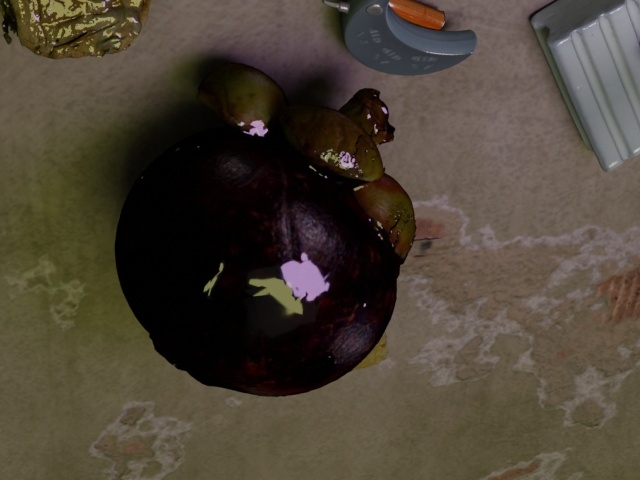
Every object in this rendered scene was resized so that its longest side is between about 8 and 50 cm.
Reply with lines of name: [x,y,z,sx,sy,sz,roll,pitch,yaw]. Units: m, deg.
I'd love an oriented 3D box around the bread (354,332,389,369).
bread: [0.000,0.146,1.961,0.196,0.102,0.138,-14,143,-9]

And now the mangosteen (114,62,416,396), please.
mangosteen: [-0.075,-0.006,1.640,0.381,0.381,0.421,6,114,-23]

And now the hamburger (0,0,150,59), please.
hamburger: [-0.297,-0.317,1.479,0.183,0.130,0.206,-12,113,-11]

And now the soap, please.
soap: [0.419,-0.241,1.793,0.160,0.087,0.265,-30,131,6]

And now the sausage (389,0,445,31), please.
sausage: [0.113,-0.305,1.673,0.107,0.031,0.031,14,123,-27]

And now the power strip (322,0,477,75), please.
power strip: [0.093,-0.277,1.645,0.137,0.044,0.216,-24,145,38]
